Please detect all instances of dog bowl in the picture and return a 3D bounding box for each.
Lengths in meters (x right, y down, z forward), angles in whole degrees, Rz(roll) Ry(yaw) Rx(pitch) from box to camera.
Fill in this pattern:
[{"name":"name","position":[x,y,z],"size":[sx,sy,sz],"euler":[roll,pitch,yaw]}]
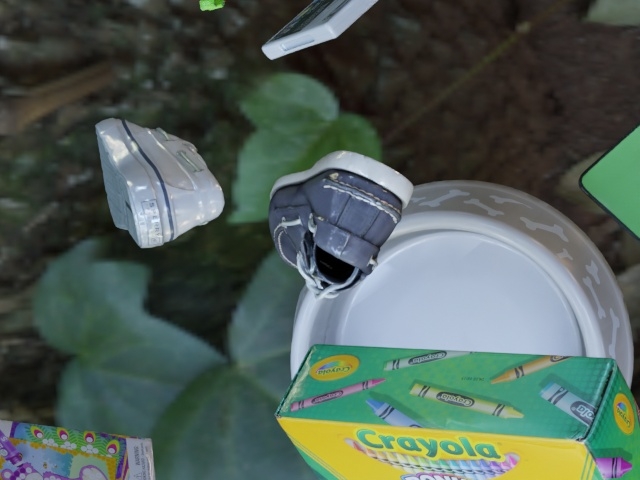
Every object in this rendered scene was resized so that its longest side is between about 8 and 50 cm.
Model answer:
[{"name":"dog bowl","position":[0.129,0.118,1.793],"size":[0.349,0.102,0.349],"euler":[2,97,13]}]

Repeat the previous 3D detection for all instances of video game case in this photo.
[{"name":"video game case","position":[0.039,-0.271,1.993],"size":[0.022,0.190,0.173],"euler":[52,159,-14]}]

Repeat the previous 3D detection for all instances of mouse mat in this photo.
[{"name":"mouse mat","position":[0.374,-0.054,1.868],"size":[0.152,0.007,0.189],"euler":[-41,56,-3]}]

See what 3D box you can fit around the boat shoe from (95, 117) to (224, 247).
[{"name":"boat shoe","position":[-0.125,-0.045,1.437],"size":[0.226,0.076,0.083],"euler":[-127,28,-65]}]

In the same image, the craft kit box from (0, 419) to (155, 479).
[{"name":"craft kit box","position":[-0.275,0.290,1.777],"size":[0.250,0.247,0.061],"euler":[-102,28,-42]}]

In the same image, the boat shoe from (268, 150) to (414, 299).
[{"name":"boat shoe","position":[0.000,0.000,1.120],"size":[0.075,0.206,0.065],"euler":[25,75,-7]}]

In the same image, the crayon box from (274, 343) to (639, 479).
[{"name":"crayon box","position":[0.124,0.167,1.443],"size":[0.278,0.165,0.081],"euler":[1,48,35]}]

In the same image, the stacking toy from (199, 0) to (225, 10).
[{"name":"stacking toy","position":[-0.012,-0.298,1.869],"size":[0.167,0.221,0.052],"euler":[-10,121,27]}]
